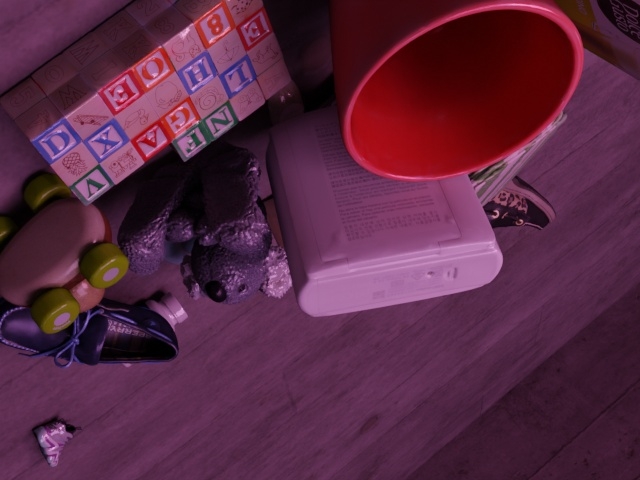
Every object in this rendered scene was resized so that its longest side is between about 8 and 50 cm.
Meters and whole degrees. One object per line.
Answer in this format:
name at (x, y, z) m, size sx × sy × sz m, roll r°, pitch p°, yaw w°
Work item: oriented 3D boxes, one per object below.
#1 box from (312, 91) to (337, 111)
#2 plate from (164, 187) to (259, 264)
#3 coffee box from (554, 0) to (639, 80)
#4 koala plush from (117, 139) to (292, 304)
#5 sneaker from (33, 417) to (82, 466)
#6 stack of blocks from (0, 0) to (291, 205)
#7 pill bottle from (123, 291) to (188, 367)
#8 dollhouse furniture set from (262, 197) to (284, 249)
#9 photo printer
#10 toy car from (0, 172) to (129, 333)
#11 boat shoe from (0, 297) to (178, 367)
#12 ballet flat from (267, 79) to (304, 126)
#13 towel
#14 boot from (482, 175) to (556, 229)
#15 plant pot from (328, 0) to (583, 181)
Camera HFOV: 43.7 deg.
box at (0.144, -0.190, 1.202) m, size 0.270 × 0.216 × 0.060 m, roll -42°, pitch -171°, yaw -5°
plate at (-0.163, -0.033, 1.192) m, size 0.188 × 0.024 × 0.188 m, roll -31°, pitch 147°, yaw -23°
coffee box at (0.545, -0.463, 1.225) m, size 0.338 × 0.334 × 0.337 m, roll -50°, pitch 148°, yaw 8°
koala plush at (-0.133, 0.002, 1.080) m, size 0.196 × 0.203 × 0.221 m, roll -7°, pitch 134°, yaw 13°
sneaker at (-0.417, 0.323, 1.290) m, size 0.069 × 0.038 × 0.098 m, roll -27°, pitch 145°, yaw -26°
stack of blocks at (-0.191, -0.176, 0.929) m, size 0.297 × 0.087 × 0.171 m, roll -39°, pitch 149°, yaw -10°
pill bottle at (-0.266, 0.133, 1.221) m, size 0.120 × 0.067 × 0.067 m, roll -36°, pitch 148°, yaw -15°
dollhouse furniture set at (0.000, 0.000, 1.299) m, size 0.144 × 0.123 × 0.151 m, roll -23°, pitch 149°, yaw -7°
photo printer at (0.066, -0.062, 1.041) m, size 0.256 × 0.308 × 0.107 m, roll -10°, pitch 141°, yaw -7°
toy car at (-0.301, 0.035, 0.997) m, size 0.149 × 0.155 × 0.188 m, roll -43°, pitch 158°, yaw -4°
boat shoe at (-0.309, 0.119, 1.087) m, size 0.258 × 0.089 × 0.109 m, roll 4°, pitch 109°, yaw -34°
ballet flat at (-0.039, -0.163, 1.159) m, size 0.057 × 0.052 × 0.168 m, roll -33°, pitch 146°, yaw -19°
towel at (0.263, -0.089, 1.319) m, size 0.325 × 0.038 × 0.248 m, roll -36°, pitch 166°, yaw -37°
boot at (0.316, -0.022, 1.659) m, size 0.377 × 0.138 × 0.284 m, roll 19°, pitch 110°, yaw -52°
plant pot at (0.127, -0.245, 0.931) m, size 0.274 × 0.243 × 0.275 m, roll -11°, pitch 148°, yaw -7°
